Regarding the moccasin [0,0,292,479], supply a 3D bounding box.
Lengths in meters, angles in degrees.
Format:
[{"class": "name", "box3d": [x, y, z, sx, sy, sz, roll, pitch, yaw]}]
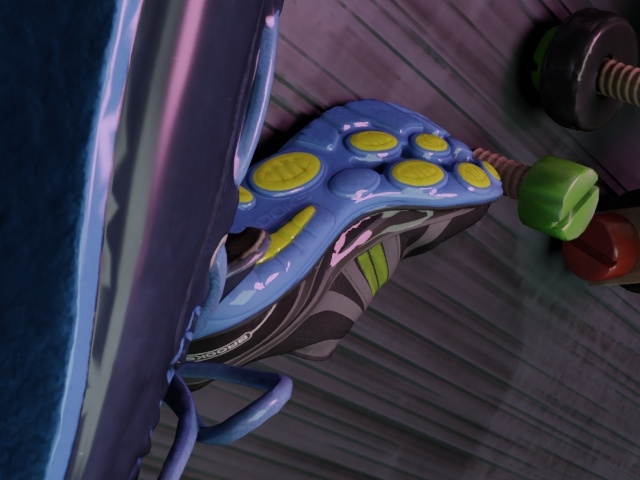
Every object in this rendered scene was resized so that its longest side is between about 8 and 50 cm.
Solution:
[{"class": "moccasin", "box3d": [-0.059, -0.004, 0.381, 0.117, 0.137, 0.342, 12, 101, -56]}]

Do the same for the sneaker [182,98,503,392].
[{"class": "sneaker", "box3d": [0.000, 0.000, 0.523, 0.188, 0.067, 0.078, -29, 151, -41]}]

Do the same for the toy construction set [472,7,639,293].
[{"class": "toy construction set", "box3d": [0.279, -0.046, 0.678, 0.309, 0.237, 0.257, 35, 81, -53]}]
